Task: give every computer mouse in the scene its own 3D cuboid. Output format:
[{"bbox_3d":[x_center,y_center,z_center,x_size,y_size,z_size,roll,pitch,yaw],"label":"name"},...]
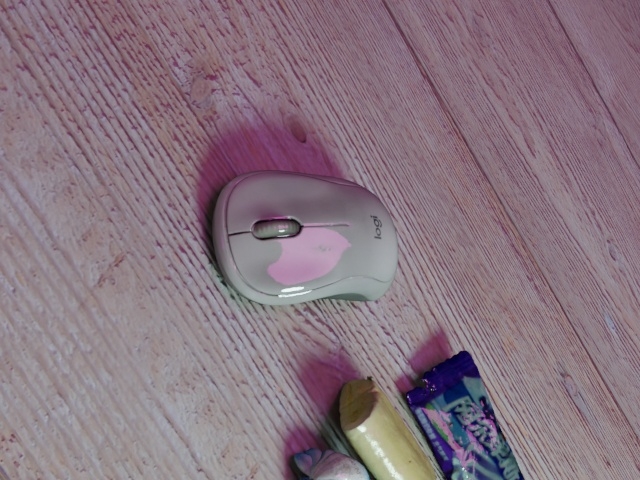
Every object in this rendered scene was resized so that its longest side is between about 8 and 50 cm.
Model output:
[{"bbox_3d":[0.000,0.000,1.404,0.296,0.121,0.184,11,68,-44],"label":"computer mouse"}]

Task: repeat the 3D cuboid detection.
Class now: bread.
[{"bbox_3d":[0.092,0.277,1.398,0.178,0.060,0.139,57,10,-16],"label":"bread"}]

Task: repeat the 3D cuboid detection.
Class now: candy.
[{"bbox_3d":[0.221,0.306,1.548,0.145,0.070,0.275,-27,97,-39],"label":"candy"}]

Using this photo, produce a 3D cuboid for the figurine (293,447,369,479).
[{"bbox_3d":[0.021,0.306,1.340,0.114,0.079,0.114,32,19,-12],"label":"figurine"}]
